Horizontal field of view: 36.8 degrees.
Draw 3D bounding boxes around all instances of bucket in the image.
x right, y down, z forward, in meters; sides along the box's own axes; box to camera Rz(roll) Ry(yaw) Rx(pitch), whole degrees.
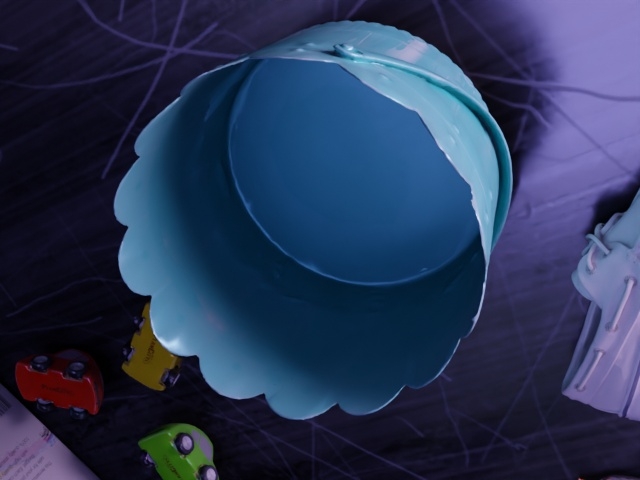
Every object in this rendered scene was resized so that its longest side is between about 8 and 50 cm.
[{"bbox_3d":[0.007,-0.026,0.721,0.281,0.183,0.281,8,118,16],"label":"bucket"}]

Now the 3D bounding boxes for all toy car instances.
[{"bbox_3d":[-0.174,0.176,0.989,0.239,0.053,0.225,-25,105,30],"label":"toy car"}]

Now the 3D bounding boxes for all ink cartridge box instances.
[{"bbox_3d":[-0.396,0.283,1.059,0.232,0.171,0.168,46,122,-5],"label":"ink cartridge box"}]

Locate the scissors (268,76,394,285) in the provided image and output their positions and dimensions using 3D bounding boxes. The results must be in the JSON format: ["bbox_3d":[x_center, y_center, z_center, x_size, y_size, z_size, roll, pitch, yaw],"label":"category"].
[{"bbox_3d":[0.000,0.000,0.856,0.109,0.021,0.297,13,120,12],"label":"scissors"}]

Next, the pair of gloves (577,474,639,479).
[{"bbox_3d":[0.272,0.247,0.875,0.074,0.010,0.083,1,118,19],"label":"pair of gloves"}]

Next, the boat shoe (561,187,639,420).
[{"bbox_3d":[0.235,0.029,0.731,0.084,0.095,0.258,9,117,12],"label":"boat shoe"}]
